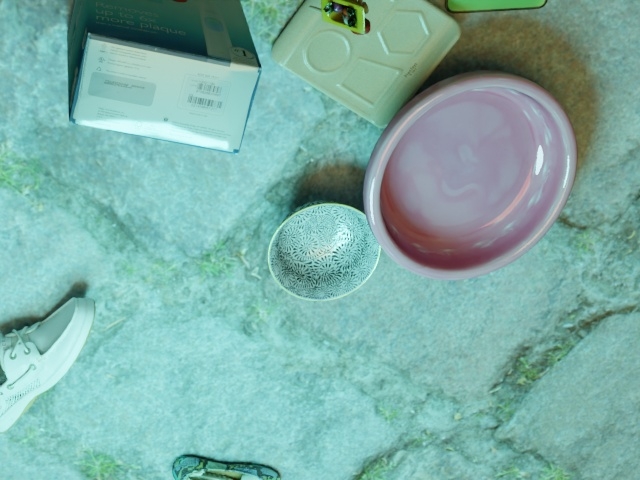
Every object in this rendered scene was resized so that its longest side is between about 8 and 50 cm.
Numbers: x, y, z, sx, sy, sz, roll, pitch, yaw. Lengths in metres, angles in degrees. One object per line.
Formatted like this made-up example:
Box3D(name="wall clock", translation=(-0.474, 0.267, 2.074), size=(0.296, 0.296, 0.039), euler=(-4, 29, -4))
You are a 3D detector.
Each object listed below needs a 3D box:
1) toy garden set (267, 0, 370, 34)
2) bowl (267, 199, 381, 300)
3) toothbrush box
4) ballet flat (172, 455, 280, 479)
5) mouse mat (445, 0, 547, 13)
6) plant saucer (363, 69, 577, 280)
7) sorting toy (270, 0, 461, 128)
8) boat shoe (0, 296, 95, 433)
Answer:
Box3D(name="toy garden set", translation=(-0.032, -0.372, 1.828), size=(0.244, 0.049, 0.203), euler=(17, 137, 18))
Box3D(name="bowl", translation=(0.000, 0.000, 2.111), size=(0.170, 0.080, 0.170), euler=(-5, 120, -8))
Box3D(name="toothbrush box", translation=(-0.207, -0.244, 1.800), size=(0.216, 0.295, 0.126), euler=(10, 117, -15))
Box3D(name="ballet flat", translation=(-0.154, 0.405, 2.332), size=(0.188, 0.070, 0.070), euler=(9, 118, -16))
Box3D(name="mouse mat", translation=(0.251, -0.408, 1.959), size=(0.153, 0.007, 0.189), euler=(-4, 122, -9))
Box3D(name="plant saucer", translation=(0.213, -0.102, 2.068), size=(0.332, 0.084, 0.332), euler=(-10, 121, -17))
Box3D(name="sorting toy", translation=(0.063, -0.283, 1.984), size=(0.208, 0.038, 0.193), euler=(31, 110, -20))
Box3D(name="boat shoe", translation=(-0.446, 0.179, 2.122), size=(0.096, 0.098, 0.277), euler=(33, 111, -27))
